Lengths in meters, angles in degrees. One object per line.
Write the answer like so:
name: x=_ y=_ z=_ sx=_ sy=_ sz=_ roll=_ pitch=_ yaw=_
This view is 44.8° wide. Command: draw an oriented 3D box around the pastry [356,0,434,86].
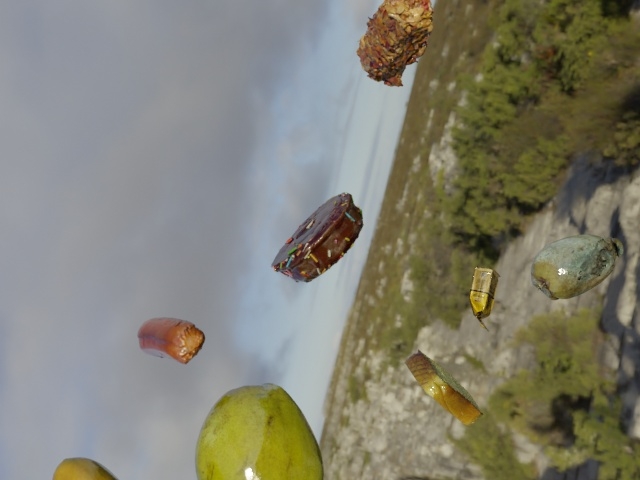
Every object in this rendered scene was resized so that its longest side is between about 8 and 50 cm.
pastry: x=0.091 y=-0.268 z=1.032 sx=0.087 sy=0.063 sz=0.169 roll=67 pitch=156 yaw=17

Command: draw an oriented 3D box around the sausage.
sausage: x=-0.359 y=0.228 z=1.831 sx=0.330 sy=0.102 sz=0.102 roll=-7 pitch=66 yaw=62

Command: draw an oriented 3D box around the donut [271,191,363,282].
donut: x=0.000 y=0.000 z=1.684 sx=0.235 sy=0.089 sz=0.235 roll=-43 pitch=13 yaw=12

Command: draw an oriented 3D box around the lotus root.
lotus root: x=0.375 y=0.031 z=1.126 sx=0.088 sy=0.165 sz=0.088 roll=55 pitch=158 yaw=35

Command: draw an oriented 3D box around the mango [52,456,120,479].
mango: x=-0.388 y=0.509 z=1.397 sx=0.139 sy=0.176 sz=0.254 roll=-40 pitch=-67 yaw=-39

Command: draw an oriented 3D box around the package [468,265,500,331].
package: x=0.352 y=0.127 z=1.685 sx=0.071 sy=0.047 sz=0.131 roll=29 pitch=-108 yaw=-64

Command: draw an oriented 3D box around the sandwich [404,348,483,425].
sandwich: x=0.353 y=0.421 z=2.206 sx=0.065 sy=0.215 sz=0.186 roll=-46 pitch=27 yaw=7

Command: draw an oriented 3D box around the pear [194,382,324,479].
pear: x=-0.125 y=0.433 z=1.553 sx=0.253 sy=0.253 sz=0.307 roll=99 pitch=163 yaw=-55
